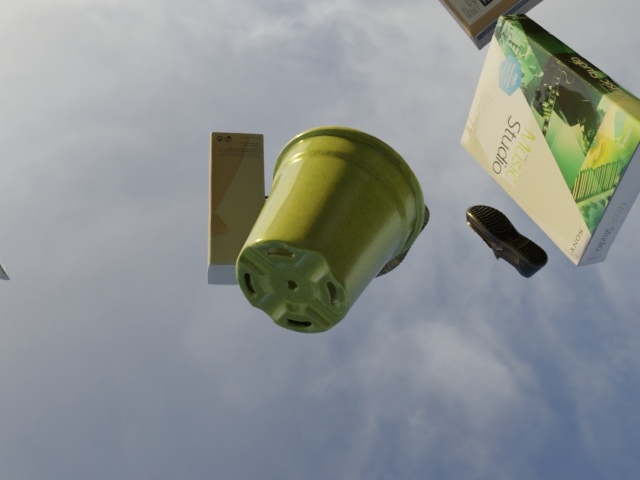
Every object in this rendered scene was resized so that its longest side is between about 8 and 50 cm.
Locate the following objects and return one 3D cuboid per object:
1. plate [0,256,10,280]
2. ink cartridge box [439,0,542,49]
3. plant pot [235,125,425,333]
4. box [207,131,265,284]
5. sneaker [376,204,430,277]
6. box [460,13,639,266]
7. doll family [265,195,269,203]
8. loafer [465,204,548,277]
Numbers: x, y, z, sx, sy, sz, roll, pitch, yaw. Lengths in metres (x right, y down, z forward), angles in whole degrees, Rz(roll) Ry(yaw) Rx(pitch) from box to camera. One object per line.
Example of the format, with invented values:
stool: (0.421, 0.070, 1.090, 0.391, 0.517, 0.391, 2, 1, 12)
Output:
plate: (-0.787, -0.046, 1.495, 0.045, 0.277, 0.278, -32, -156, -21)
ink cartridge box: (0.378, -0.603, 1.591, 0.235, 0.193, 0.088, 58, -163, 20)
plant pot: (0.000, 0.000, 1.074, 0.276, 0.276, 0.254, 26, -136, 5)
box: (-0.186, -0.068, 1.488, 0.121, 0.148, 0.311, 1, -112, -10)
sneaker: (0.178, 0.019, 1.819, 0.102, 0.146, 0.293, 45, -121, 2)
box: (0.334, -0.152, 0.983, 0.058, 0.232, 0.322, -12, -135, -22)
doll family: (-0.160, -0.023, 1.607, 0.111, 0.076, 0.193, 1, -115, 30)
loafer: (0.395, 0.005, 1.489, 0.080, 0.078, 0.220, -18, -130, -31)
